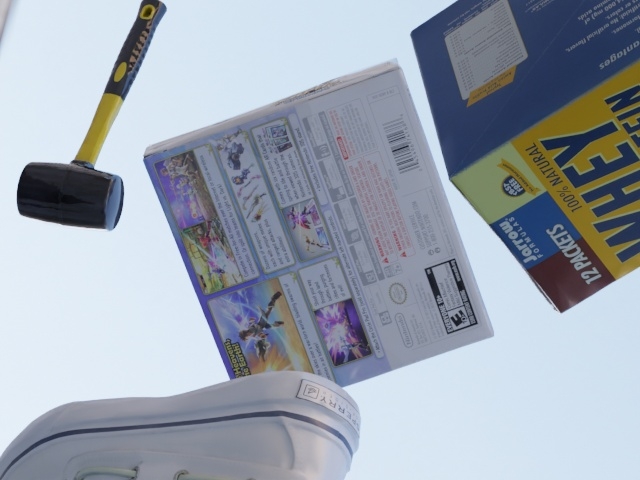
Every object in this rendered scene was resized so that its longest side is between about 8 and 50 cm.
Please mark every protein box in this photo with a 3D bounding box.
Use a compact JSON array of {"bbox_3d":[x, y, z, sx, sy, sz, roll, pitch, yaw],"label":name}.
[{"bbox_3d":[0.187,-0.099,1.170,0.200,0.136,0.201,-32,-149,15],"label":"protein box"}]

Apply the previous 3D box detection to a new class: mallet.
[{"bbox_3d":[-0.125,-0.082,1.116,0.062,0.039,0.189,16,-125,15],"label":"mallet"}]

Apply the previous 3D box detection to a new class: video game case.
[{"bbox_3d":[0.000,0.000,1.612,0.244,0.061,0.269,-19,-76,4],"label":"video game case"}]

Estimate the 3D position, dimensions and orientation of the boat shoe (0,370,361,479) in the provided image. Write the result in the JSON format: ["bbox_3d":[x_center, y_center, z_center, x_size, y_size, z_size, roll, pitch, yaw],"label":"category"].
[{"bbox_3d":[-0.082,0.118,0.813,0.226,0.083,0.075,-24,-143,40],"label":"boat shoe"}]
